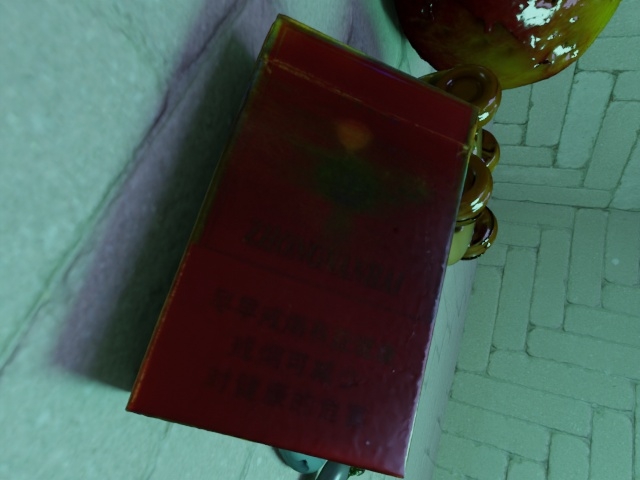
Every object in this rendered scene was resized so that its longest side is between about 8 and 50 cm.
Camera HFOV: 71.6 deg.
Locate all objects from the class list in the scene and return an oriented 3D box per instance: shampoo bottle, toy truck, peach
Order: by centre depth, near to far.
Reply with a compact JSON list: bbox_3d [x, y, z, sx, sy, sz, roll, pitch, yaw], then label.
[{"bbox_3d":[0.142,-0.110,0.625,0.204,0.212,0.287,43,56,-60],"label":"toy truck"},{"bbox_3d":[0.273,-0.430,0.645,0.352,0.340,0.416,-66,147,-30],"label":"peach"},{"bbox_3d":[0.011,0.375,0.679,0.165,0.040,0.079,-53,154,-31],"label":"shampoo bottle"}]

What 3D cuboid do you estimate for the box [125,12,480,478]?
[{"bbox_3d":[0.001,0.001,0.367,0.089,0.198,0.312,146,-38,-71],"label":"box"}]

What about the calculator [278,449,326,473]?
[{"bbox_3d":[-0.002,0.221,0.625,0.298,0.042,0.185,75,34,-43],"label":"calculator"}]

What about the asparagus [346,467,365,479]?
[{"bbox_3d":[0.041,0.440,0.818,0.023,0.022,0.233,60,12,27],"label":"asparagus"}]
